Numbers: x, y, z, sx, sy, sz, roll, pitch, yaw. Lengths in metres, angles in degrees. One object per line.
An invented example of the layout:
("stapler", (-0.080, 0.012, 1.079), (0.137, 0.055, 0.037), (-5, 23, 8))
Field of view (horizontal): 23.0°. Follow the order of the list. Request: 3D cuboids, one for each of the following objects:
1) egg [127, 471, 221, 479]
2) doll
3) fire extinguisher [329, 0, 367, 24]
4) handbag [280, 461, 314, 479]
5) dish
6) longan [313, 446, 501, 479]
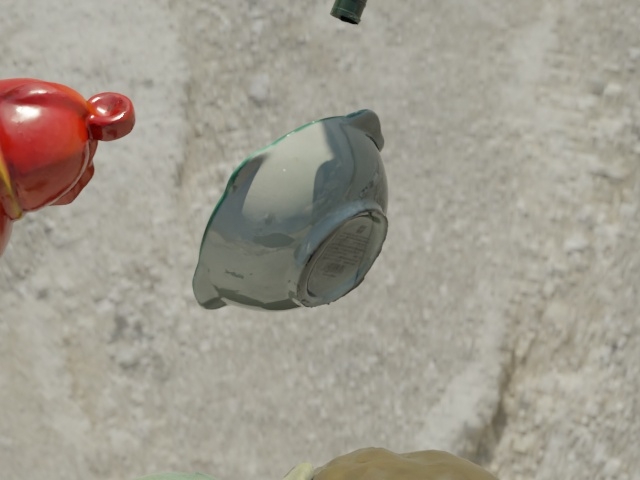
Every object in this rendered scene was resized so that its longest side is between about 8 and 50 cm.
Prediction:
("egg", (-0.173, 0.326, 1.603), (0.236, 0.169, 0.169), (-23, 61, 17))
("doll", (-0.305, -0.039, 1.106), (0.363, 0.160, 0.182), (-18, 42, -8))
("fire extinguisher", (0.034, -0.213, 1.248), (0.025, 0.038, 0.083), (20, 90, 21))
("handbag", (0.001, 0.322, 1.000), (0.253, 0.109, 0.316), (-33, 69, -29))
("dish", (0.000, 0.000, 1.355), (0.224, 0.246, 0.078), (-47, 62, -2))
("longan", (0.097, 0.468, 1.849), (0.404, 0.404, 0.435), (8, 98, 6))
